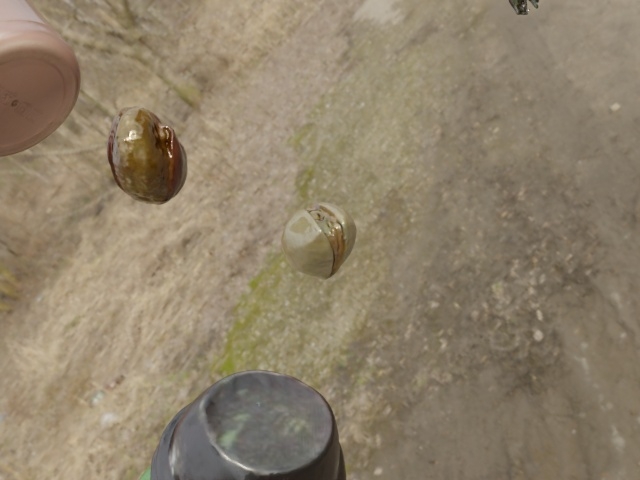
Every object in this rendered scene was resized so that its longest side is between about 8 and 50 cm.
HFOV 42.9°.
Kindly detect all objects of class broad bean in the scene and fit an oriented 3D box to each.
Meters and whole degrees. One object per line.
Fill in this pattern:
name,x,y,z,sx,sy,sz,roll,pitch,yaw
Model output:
broad bean,-0.292,-0.145,1.393,0.228,0.122,0.156,96,178,-73

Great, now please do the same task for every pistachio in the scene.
pistachio,0.000,0.000,1.331,0.124,0.124,0.185,-56,4,-12

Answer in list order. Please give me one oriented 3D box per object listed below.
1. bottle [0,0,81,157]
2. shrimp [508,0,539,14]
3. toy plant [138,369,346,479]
bottle,-0.429,-0.234,0.942,0.173,0.297,0.206,-17,-33,-48
shrimp,0.276,-0.570,1.305,0.085,0.444,0.272,-20,-5,42
toy plant,-0.064,0.235,0.771,0.175,0.218,0.235,-80,7,-47
